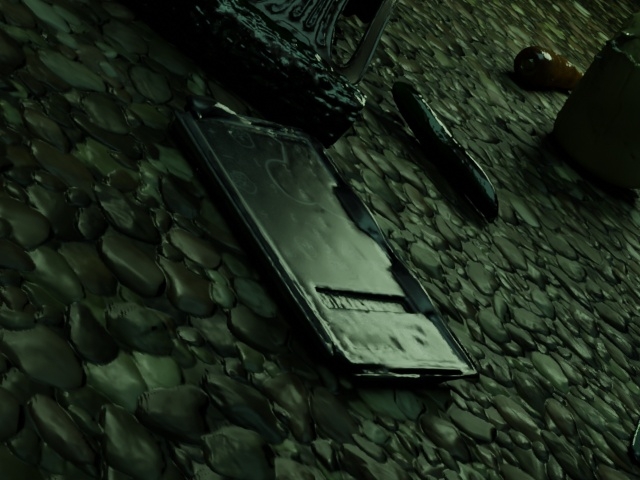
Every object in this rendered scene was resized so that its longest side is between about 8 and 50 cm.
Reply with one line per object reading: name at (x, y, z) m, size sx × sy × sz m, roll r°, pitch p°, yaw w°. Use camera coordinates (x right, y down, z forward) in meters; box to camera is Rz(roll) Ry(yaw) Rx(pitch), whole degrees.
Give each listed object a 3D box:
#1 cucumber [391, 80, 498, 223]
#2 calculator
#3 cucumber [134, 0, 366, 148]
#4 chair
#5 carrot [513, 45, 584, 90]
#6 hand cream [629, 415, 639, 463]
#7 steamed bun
cucumber at (0.128, -0.092, 1.295) m, size 0.184 × 0.033 × 0.036 m, roll 52°, pitch 5°, yaw 20°
calculator at (0.000, 0.000, 0.949) m, size 0.166 × 0.028 × 0.274 m, roll 10°, pitch 39°, yaw -50°
cucumber at (-0.092, -0.188, 1.094) m, size 0.293 × 0.067 × 0.067 m, roll 37°, pitch 24°, yaw -8°
chair at (0.013, -0.294, 1.373) m, size 0.176 × 0.183 × 0.326 m, roll 37°, pitch 68°, yaw -10°
carrot at (0.338, -0.246, 1.852) m, size 0.059 × 0.059 × 0.248 m, roll 49°, pitch 21°, yaw 19°
hand cream at (0.374, 0.249, 1.072) m, size 0.275 × 0.050 × 0.079 m, roll 39°, pitch -2°, yaw 8°
steamed bun at (0.434, -0.185, 1.672) m, size 0.166 × 0.232 × 0.273 m, roll 41°, pitch 24°, yaw 14°
